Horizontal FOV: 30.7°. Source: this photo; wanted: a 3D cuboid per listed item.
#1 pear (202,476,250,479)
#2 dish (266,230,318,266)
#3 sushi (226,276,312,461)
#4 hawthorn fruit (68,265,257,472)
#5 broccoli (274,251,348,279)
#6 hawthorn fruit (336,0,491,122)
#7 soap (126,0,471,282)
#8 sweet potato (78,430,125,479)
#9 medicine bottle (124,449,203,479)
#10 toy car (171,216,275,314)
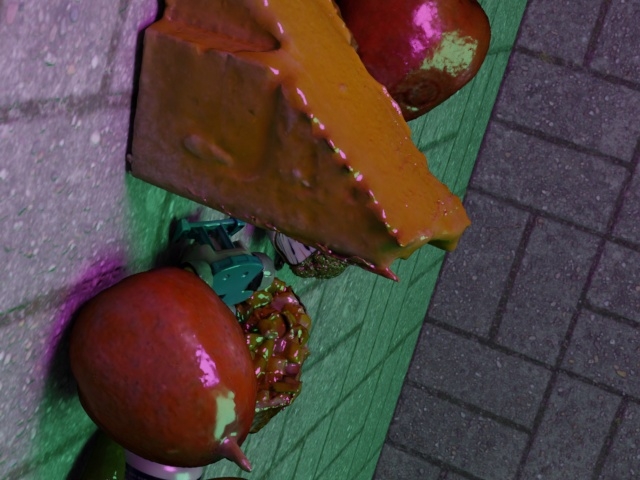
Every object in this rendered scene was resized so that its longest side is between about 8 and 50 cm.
[{"bbox_3d":[-0.123,0.478,1.647,0.294,0.294,0.294,21,90,-75],"label":"pear"},{"bbox_3d":[-0.026,-0.060,1.646,0.190,0.066,0.191,-42,148,-33],"label":"dish"},{"bbox_3d":[-0.096,0.159,1.569,0.296,0.167,0.179,-46,176,-42],"label":"sushi"},{"bbox_3d":[-0.145,0.151,1.192,0.199,0.251,0.199,-28,146,-21],"label":"hawthorn fruit"},{"bbox_3d":[0.000,0.000,1.777,0.130,0.131,0.120,-39,110,-41],"label":"broccoli"},{"bbox_3d":[0.102,-0.263,1.599,0.261,0.224,0.224,-50,161,-11],"label":"hawthorn fruit"},{"bbox_3d":[0.007,-0.156,1.131,0.169,0.338,0.305,-49,156,-57],"label":"soap"},{"bbox_3d":[-0.278,0.315,1.301,0.249,0.059,0.069,-55,140,-33],"label":"sweet potato"},{"bbox_3d":[-0.208,0.308,1.437,0.107,0.107,0.192,-13,122,-73],"label":"medicine bottle"},{"bbox_3d":[-0.144,0.047,1.395,0.126,0.098,0.161,-7,150,-44],"label":"toy car"}]
